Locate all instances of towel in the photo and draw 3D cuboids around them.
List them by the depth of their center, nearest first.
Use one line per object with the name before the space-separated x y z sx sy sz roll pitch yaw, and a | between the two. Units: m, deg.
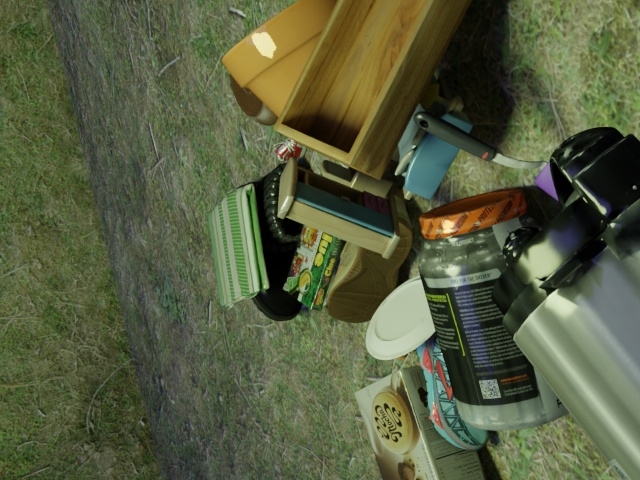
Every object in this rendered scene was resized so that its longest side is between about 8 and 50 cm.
towel | -0.188 0.021 2.089 0.325 0.038 0.247 150 111 -68

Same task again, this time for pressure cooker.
pressure cooker | 0.397 0.060 1.018 0.420 0.375 0.370 54 143 20

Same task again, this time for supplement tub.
supplement tub | 0.274 0.103 1.435 0.207 0.207 0.338 -2 107 60

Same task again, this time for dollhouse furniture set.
dollhouse furniture set | 0.084 -0.179 1.516 0.286 0.198 0.303 -91 26 -58

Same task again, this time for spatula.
spatula | 0.268 -0.118 1.323 0.296 0.030 0.084 22 145 -7

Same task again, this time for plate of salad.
plate of salad | 0.166 0.140 1.688 0.048 0.200 0.200 44 160 -24

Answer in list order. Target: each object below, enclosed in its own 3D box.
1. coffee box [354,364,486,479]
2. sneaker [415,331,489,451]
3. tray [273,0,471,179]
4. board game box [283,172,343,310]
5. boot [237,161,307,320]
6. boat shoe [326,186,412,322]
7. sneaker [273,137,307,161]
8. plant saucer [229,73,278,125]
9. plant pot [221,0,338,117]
coffee box | 0.197 0.399 1.777 0.168 0.119 0.297 -37 66 51
sneaker | 0.253 0.260 1.677 0.125 0.104 0.261 -15 95 59
tray | 0.100 -0.309 1.367 0.203 0.076 0.411 30 95 49
board game box | 0.000 0.000 1.878 0.136 0.030 0.259 26 101 57
boot | -0.081 0.012 2.052 0.260 0.131 0.348 -10 99 61
boat shoe | 0.100 0.038 1.805 0.341 0.122 0.110 116 165 -47
sneaker | -0.059 -0.211 1.940 0.042 0.067 0.118 51 146 30
plant saucer | -0.149 -0.345 2.042 0.198 0.036 0.198 36 136 45
plant pot | 0.008 -0.301 1.584 0.203 0.291 0.291 57 152 -7
